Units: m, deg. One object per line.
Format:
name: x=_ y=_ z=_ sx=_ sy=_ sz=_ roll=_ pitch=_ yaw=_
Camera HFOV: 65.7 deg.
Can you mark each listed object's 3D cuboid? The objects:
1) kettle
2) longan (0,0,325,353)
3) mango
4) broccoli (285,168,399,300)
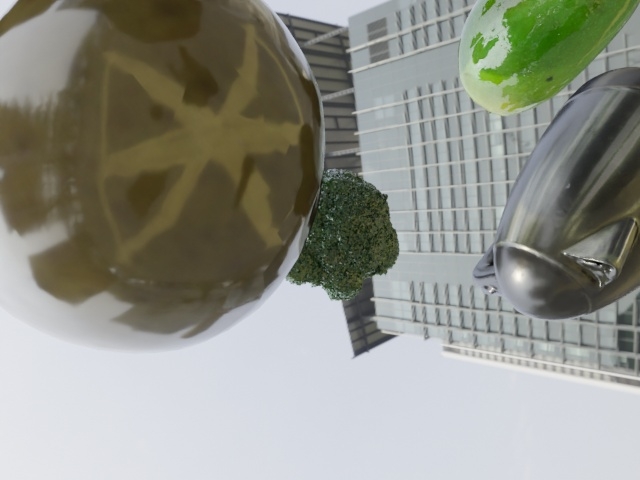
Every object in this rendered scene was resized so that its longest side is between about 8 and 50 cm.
kettle: x=0.292 y=-0.032 z=0.576 sx=0.271 sy=0.251 sz=0.207 roll=-48 pitch=-54 yaw=-11
longan: x=-0.159 y=-0.072 z=0.474 sx=0.361 sy=0.361 sz=0.360 roll=0 pitch=-89 yaw=-45
mango: x=0.387 y=-0.387 z=0.857 sx=0.201 sy=0.382 sz=0.225 roll=-23 pitch=-109 yaw=-34
broccoli: x=0.000 y=0.000 z=0.947 sx=0.269 sy=0.269 sz=0.254 roll=-9 pitch=-106 yaw=-45
